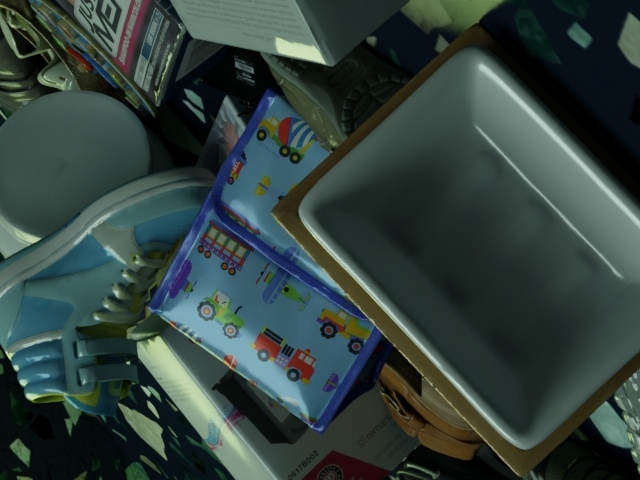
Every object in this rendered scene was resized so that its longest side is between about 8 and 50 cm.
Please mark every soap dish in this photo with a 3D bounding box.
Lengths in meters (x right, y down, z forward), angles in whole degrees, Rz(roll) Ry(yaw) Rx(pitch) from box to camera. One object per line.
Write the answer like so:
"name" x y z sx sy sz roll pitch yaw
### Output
"soap dish" 0.142 0.007 1.471 0.291 0.229 0.118 46 177 7

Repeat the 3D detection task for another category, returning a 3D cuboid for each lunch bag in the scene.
"lunch bag" 0.000 0.000 1.796 0.221 0.138 0.293 35 120 11

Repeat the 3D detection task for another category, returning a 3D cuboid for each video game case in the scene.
"video game case" -0.078 -0.025 1.980 0.201 0.023 0.183 59 143 29

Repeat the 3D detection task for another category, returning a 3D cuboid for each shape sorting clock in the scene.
"shape sorting clock" -0.268 -0.214 2.144 0.206 0.040 0.206 41 177 3

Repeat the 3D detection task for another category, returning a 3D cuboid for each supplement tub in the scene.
"supplement tub" -0.277 -0.019 2.260 0.235 0.235 0.325 41 165 22

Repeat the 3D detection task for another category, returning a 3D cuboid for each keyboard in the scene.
"keyboard" -0.063 -0.168 1.871 0.192 0.038 0.100 27 128 50

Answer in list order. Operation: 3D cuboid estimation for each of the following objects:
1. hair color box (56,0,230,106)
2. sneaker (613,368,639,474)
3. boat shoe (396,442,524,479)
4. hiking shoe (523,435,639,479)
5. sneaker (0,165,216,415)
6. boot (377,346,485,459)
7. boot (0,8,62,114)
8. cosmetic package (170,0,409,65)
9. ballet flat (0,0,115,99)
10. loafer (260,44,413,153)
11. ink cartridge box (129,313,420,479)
"hair color box" -0.228 -0.314 1.800 0.347 0.105 0.174 46 155 8
"sneaker" 0.325 0.161 1.559 0.132 0.086 0.229 7 134 59
"boat shoe" 0.211 0.313 2.082 0.302 0.091 0.114 28 153 46
"hiking shoe" 0.299 0.256 1.828 0.227 0.086 0.114 40 146 7
"sneaker" -0.214 0.070 1.999 0.127 0.319 0.208 15 -133 -61
"boot" 0.083 0.119 2.009 0.283 0.109 0.220 35 162 17
"boot" -0.488 -0.284 2.446 0.338 0.118 0.223 40 165 35
"cosmetic package" -0.054 -0.276 1.460 0.224 0.138 0.225 20 145 54
"ballet flat" -0.338 -0.233 2.270 0.206 0.067 0.073 49 160 -3
"loafer" 0.042 -0.112 1.658 0.251 0.094 0.087 49 169 29
"ink cartridge box" -0.037 0.160 2.126 0.306 0.226 0.131 52 157 -11
